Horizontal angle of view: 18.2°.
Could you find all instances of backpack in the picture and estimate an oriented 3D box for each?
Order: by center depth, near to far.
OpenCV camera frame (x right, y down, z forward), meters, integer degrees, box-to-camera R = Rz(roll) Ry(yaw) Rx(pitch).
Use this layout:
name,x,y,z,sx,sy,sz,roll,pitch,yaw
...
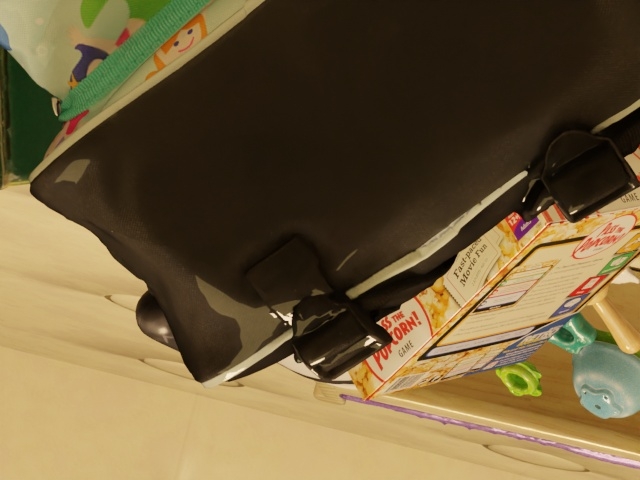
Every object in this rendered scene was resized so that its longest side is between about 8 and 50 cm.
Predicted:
name,x,y,z,sx,sy,sz,roll,pitch,yaw
backpack,0.011,-0.089,0.694,0.191,0.225,0.253,52,-163,-6

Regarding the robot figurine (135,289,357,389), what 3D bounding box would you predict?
name,x,y,z,sx,sy,sz,roll,pitch,yaw
robot figurine,0.002,0.001,1.291,0.209,0.173,0.278,7,166,29

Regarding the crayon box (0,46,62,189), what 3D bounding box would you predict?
name,x,y,z,sx,sy,sz,roll,pitch,yaw
crayon box,-0.063,-0.086,0.952,0.318,0.081,0.202,-8,-169,-38

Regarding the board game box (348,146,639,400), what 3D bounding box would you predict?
name,x,y,z,sx,sy,sz,roll,pitch,yaw
board game box,0.118,0.018,1.189,0.147,0.045,0.193,-10,152,-42

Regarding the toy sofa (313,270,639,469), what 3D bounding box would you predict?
name,x,y,z,sx,sy,sz,roll,pitch,yaw
toy sofa,0.183,0.091,1.563,0.362,0.150,0.177,12,167,10

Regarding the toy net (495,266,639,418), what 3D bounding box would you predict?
name,x,y,z,sx,sy,sz,roll,pitch,yaw
toy net,0.173,0.041,1.373,0.122,0.045,0.232,20,146,24
